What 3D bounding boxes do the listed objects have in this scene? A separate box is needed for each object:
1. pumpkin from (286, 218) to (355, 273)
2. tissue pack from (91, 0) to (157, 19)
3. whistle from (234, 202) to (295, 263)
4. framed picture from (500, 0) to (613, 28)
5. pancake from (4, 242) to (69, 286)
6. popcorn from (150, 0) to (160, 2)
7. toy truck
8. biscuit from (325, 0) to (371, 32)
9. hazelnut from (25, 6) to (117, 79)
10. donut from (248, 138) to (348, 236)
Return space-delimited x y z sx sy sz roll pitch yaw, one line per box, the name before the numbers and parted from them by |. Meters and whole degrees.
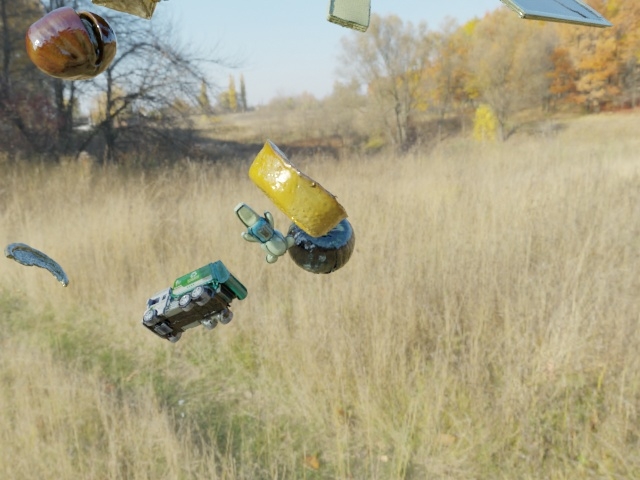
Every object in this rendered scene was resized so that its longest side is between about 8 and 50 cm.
pumpkin | 0.000 0.000 1.710 0.232 0.163 0.233 4 56 -7
tissue pack | -0.636 -0.975 1.728 0.228 0.293 0.382 9 46 -26
whistle | -0.173 -0.028 1.525 0.114 0.236 0.077 -43 38 -2
framed picture | 0.427 -0.497 1.040 0.293 0.018 0.231 -10 54 -31
pancake | -0.818 0.067 1.488 0.184 0.020 0.190 43 4 16
popcorn | -0.491 -0.750 1.519 0.106 0.116 0.121 -23 27 47
toy truck | -0.295 0.143 1.221 0.253 0.114 0.124 -23 41 19
biscuit | 0.099 -0.837 1.760 0.150 0.253 0.052 9 -17 -15
hazelnut | -0.734 -0.571 1.541 0.251 0.217 0.217 -27 26 -37
donut | -0.063 -0.118 1.276 0.108 0.277 0.277 -47 20 -2
